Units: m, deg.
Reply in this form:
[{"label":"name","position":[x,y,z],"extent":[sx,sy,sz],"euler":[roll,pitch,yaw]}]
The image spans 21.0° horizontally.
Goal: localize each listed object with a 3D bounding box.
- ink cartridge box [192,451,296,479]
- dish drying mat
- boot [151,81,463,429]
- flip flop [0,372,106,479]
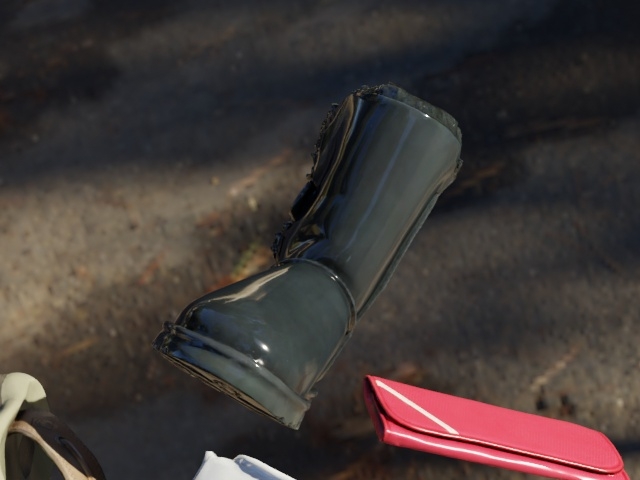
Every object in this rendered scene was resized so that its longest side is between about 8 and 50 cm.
[{"label":"ink cartridge box","position":[-0.017,0.258,0.569],"extent":[0.223,0.129,0.307],"euler":[22,70,37]},{"label":"dish drying mat","position":[0.054,0.058,0.524],"extent":[0.083,0.008,0.032],"euler":[14,23,-19]},{"label":"boot","position":[0.000,0.000,1.006],"extent":[0.094,0.246,0.207],"euler":[29,88,8]},{"label":"flip flop","position":[-0.155,0.147,0.966],"extent":[0.080,0.112,0.277],"euler":[-2,14,-5]}]
